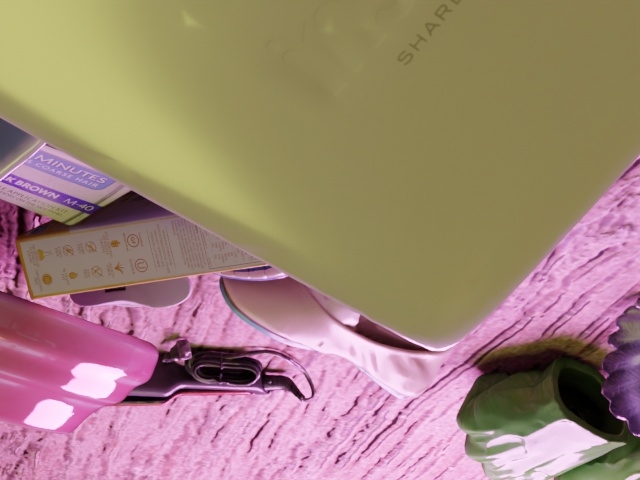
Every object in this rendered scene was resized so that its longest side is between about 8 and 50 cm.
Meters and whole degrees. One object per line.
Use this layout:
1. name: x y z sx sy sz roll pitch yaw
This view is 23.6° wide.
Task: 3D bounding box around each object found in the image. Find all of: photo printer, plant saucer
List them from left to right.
1. plant saucer: -0.282 0.059 1.080 0.332 0.084 0.332 19 174 2
2. photo printer: -0.002 -0.123 0.505 0.307 0.107 0.256 31 109 -32

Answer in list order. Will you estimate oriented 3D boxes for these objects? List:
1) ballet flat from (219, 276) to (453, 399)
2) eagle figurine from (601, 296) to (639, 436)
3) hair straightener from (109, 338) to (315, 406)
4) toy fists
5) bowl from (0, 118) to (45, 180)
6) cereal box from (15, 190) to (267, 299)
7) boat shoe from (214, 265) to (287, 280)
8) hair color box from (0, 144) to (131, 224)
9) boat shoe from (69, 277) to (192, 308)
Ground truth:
1. ballet flat: 0.025 0.053 1.209 0.086 0.086 0.248 -16 150 34
2. eagle figurine: 0.392 0.109 1.204 0.226 0.225 0.298 61 164 -17
3. hair straightener: -0.118 0.126 1.393 0.230 0.047 0.089 5 155 -7
4. toy fists: 0.250 0.189 1.444 0.279 0.096 0.142 24 138 -35
5. bowl: -0.224 -0.163 0.573 0.312 0.163 0.311 -9 122 -14
6. cereal box: -0.048 -0.018 0.980 0.240 0.047 0.173 -9 -170 21
7. boat shoe: 0.000 0.000 1.095 0.183 0.066 0.066 -8 160 28
8. hair color box: -0.111 -0.130 0.784 0.185 0.110 0.339 22 147 -34
9. boat shoe: -0.151 0.038 1.236 0.100 0.035 0.035 -5 -179 8
